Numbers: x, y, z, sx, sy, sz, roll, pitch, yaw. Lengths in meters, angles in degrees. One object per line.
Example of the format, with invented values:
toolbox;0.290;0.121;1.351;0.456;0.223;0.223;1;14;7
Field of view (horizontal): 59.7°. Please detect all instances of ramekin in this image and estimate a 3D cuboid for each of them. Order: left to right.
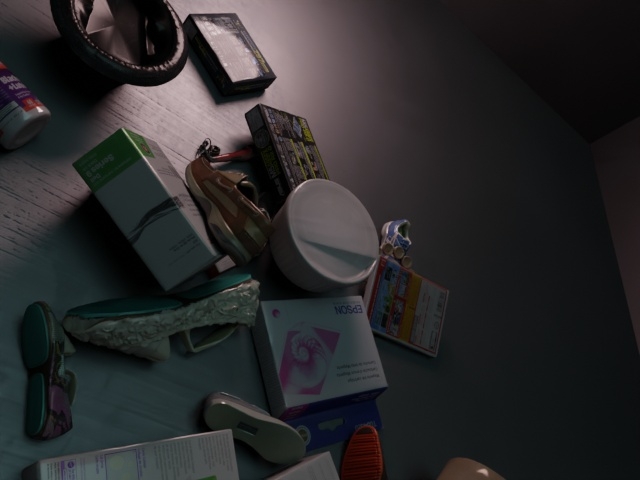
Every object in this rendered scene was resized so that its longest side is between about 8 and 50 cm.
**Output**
ramekin;0.000;0.000;1.333;0.272;0.127;0.273;20;54;-30

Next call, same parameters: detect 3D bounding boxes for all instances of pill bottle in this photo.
pill bottle;-0.610;-0.273;1.030;0.193;0.108;0.108;47;43;-11

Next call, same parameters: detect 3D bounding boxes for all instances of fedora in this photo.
fedora;-0.459;-0.449;1.246;0.333;0.152;0.334;22;52;-32

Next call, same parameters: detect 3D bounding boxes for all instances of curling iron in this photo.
curling iron;-0.200;-0.235;1.441;0.274;0.035;0.068;-14;75;-46

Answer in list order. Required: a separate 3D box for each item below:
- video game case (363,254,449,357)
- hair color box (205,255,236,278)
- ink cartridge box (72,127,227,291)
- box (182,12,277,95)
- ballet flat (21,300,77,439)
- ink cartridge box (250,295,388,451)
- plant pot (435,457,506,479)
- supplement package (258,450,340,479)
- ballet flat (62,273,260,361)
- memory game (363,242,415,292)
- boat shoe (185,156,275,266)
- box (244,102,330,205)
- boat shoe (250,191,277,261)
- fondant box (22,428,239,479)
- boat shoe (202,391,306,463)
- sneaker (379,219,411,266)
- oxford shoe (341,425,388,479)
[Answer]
video game case;0.237;0.186;1.547;0.285;0.025;0.204;27;68;-29
hair color box;-0.245;0.008;1.243;0.072;0.043;0.141;-27;86;-48
ink cartridge box;-0.313;-0.057;1.089;0.289;0.121;0.211;54;1;-2
box;-0.252;-0.524;1.555;0.183;0.059;0.233;-29;86;-48
ballet flat;-0.443;0.212;0.921;0.079;0.076;0.222;17;58;-58
ink cartridge box;0.013;0.294;1.288;0.324;0.071;0.330;2;63;-43
plant pot;0.299;0.671;1.212;0.274;0.256;0.257;-34;90;-33
supplement package;-0.057;0.494;1.069;0.179;0.105;0.105;-7;71;-45
ballet flat;-0.271;0.159;1.068;0.408;0.147;0.147;-10;72;-46
memory game;0.190;0.099;1.560;0.186;0.012;0.186;2;86;-30
boat shoe;-0.181;-0.080;1.142;0.324;0.116;0.123;54;-2;41
box;-0.076;-0.220;1.497;0.216;0.060;0.270;1;65;-57
boat shoe;-0.145;-0.039;1.341;0.084;0.079;0.233;39;43;-19
fondant box;-0.285;0.453;0.893;0.330;0.096;0.239;6;62;-40
boat shoe;-0.128;0.362;1.101;0.227;0.079;0.081;33;4;-18
sneaker;0.216;0.027;1.627;0.080;0.081;0.211;26;56;-32
oxford shoe;0.108;0.549;1.217;0.098;0.096;0.272;40;45;-47
